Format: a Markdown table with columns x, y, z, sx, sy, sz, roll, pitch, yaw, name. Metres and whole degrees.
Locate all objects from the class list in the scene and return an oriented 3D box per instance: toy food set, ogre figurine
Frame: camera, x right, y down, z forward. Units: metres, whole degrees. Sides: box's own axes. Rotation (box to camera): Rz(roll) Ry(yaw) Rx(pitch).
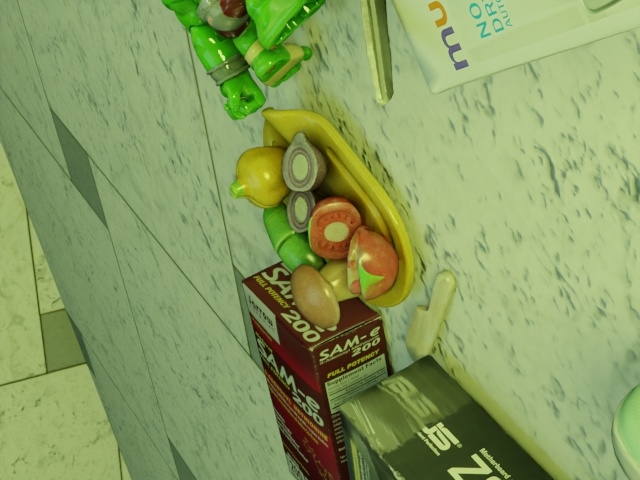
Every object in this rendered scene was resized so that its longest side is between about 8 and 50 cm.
| x | y | z | sx | sy | sz | roll | pitch | yaw | name |
| --- | --- | --- | --- | --- | --- | --- | --- | --- | --- |
| 0.000 | 0.000 | 0.868 | 0.218 | 0.071 | 0.128 | 52 | 152 | 18 | toy food set |
| -0.058 | -0.175 | 0.811 | 0.118 | 0.097 | 0.197 | 49 | 170 | 7 | ogre figurine |

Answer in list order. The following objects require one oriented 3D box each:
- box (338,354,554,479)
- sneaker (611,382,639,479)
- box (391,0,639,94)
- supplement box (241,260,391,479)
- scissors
| x | y | z | sx | sy | sz | roll | pitch | yaw | name |
| --- | --- | --- | --- | --- | --- | --- | --- | --- | --- |
| 0.147 | 0.325 | 0.893 | 0.318 | 0.097 | 0.395 | 43 | 152 | 41 | box |
| 0.202 | 0.054 | 0.422 | 0.256 | 0.094 | 0.151 | 15 | 134 | 53 | sneaker |
| 0.084 | -0.203 | 0.374 | 0.262 | 0.127 | 0.231 | 66 | 159 | -8 | box |
| 0.009 | 0.143 | 1.057 | 0.130 | 0.073 | 0.239 | 40 | 148 | 50 | supplement box |
| 0.014 | -0.160 | 0.527 | 0.297 | 0.021 | 0.109 | -79 | -29 | -59 | scissors |
